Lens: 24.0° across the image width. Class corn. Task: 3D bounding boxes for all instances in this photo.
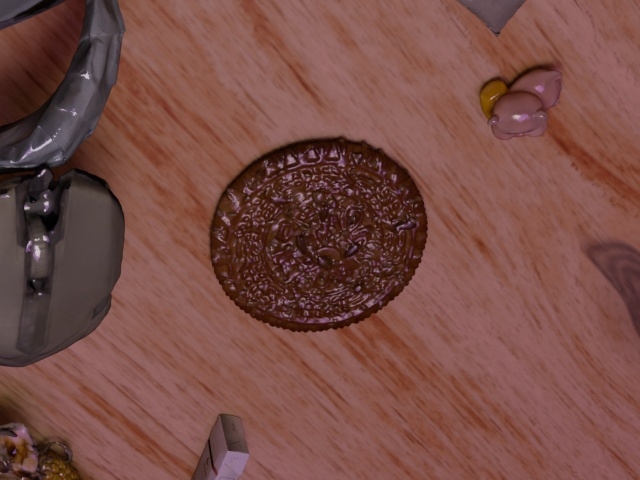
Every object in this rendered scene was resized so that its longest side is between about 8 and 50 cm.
[{"bbox_3d":[-0.356,0.410,2.168,0.106,0.106,0.293,-22,127,3],"label":"corn"}]

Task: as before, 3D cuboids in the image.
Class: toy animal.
[{"bbox_3d":[0.268,-0.164,1.941,0.114,0.082,0.091,-19,125,-1],"label":"toy animal"}]

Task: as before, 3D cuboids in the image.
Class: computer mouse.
[{"bbox_3d":[-0.356,0.056,1.811,0.228,0.146,0.429,-8,156,-22],"label":"computer mouse"}]

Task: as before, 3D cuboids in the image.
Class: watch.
[{"bbox_3d":[-0.336,-0.201,1.679,0.253,0.162,0.241,-24,82,5],"label":"watch"}]

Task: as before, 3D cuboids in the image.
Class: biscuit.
[{"bbox_3d":[0.000,0.000,2.014,0.305,0.038,0.305,-5,123,-8],"label":"biscuit"}]

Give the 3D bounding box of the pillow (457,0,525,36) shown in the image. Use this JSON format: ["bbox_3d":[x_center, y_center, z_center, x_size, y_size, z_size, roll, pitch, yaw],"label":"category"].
[{"bbox_3d":[0.240,-0.373,1.823,0.148,0.050,0.230,34,113,-23],"label":"pillow"}]

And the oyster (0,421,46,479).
[{"bbox_3d":[-0.530,0.328,2.061,0.354,0.107,0.201,-14,112,9],"label":"oyster"}]

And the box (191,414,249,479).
[{"bbox_3d":[-0.150,0.336,2.168,0.040,0.084,0.154,14,118,-19],"label":"box"}]
